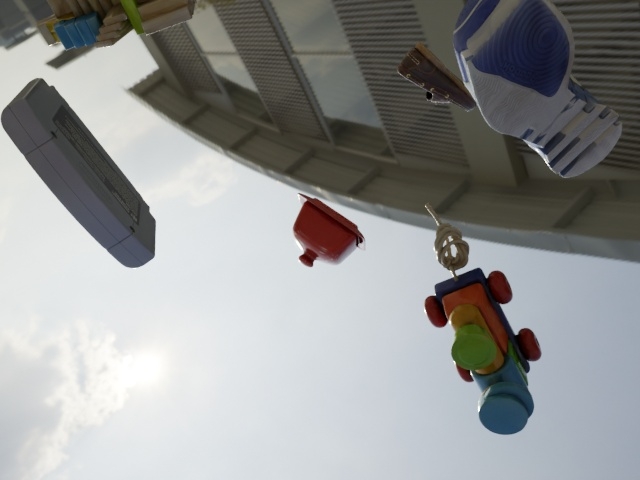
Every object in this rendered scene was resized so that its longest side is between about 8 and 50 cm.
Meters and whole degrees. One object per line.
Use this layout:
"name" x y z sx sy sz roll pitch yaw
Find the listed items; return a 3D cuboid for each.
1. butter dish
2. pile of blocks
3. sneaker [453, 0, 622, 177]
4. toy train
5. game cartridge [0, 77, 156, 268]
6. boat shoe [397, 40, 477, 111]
"butter dish" 0.000 0.000 1.186 0.160 0.160 0.118 34 -96 10
"pile of blocks" -0.387 -0.417 1.047 0.362 0.113 0.149 -2 -139 24
"sneaker" 0.237 -0.207 0.751 0.127 0.315 0.182 -46 -133 16
"toy train" 0.168 0.088 0.684 0.105 0.248 0.143 -25 -164 20
"game cartridge" -0.360 -0.100 0.924 0.062 0.297 0.198 -29 -151 6
"boat shoe" 0.233 -0.309 1.187 0.073 0.207 0.073 -50 -143 18
